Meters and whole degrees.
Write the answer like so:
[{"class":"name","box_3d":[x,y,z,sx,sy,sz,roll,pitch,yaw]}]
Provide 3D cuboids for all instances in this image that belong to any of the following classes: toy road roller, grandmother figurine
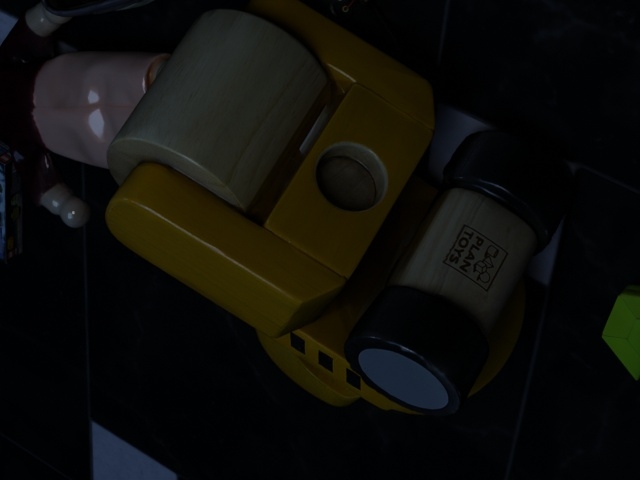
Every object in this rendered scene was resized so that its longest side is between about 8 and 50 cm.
[{"class":"toy road roller","box_3d":[0.000,0.000,1.221,0.329,0.202,0.240,33,153,-4]},{"class":"grandmother figurine","box_3d":[-0.228,-0.116,1.450,0.342,0.104,0.208,11,100,40]}]

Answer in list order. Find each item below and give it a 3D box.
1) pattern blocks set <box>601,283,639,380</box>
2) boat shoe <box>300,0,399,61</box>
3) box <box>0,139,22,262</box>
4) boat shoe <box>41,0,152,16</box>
[{"class":"pattern blocks set","box_3d":[0.333,0.120,1.169,0.285,0.026,0.325,37,139,15]},{"class":"boat shoe","box_3d":[0.011,-0.177,1.212,0.133,0.049,0.042,49,148,8]},{"class":"box","box_3d":[-0.342,-0.053,1.648,0.094,0.027,0.137,31,137,22]},{"class":"boat shoe","box_3d":[-0.124,-0.242,1.249,0.285,0.092,0.103,-25,103,50]}]
